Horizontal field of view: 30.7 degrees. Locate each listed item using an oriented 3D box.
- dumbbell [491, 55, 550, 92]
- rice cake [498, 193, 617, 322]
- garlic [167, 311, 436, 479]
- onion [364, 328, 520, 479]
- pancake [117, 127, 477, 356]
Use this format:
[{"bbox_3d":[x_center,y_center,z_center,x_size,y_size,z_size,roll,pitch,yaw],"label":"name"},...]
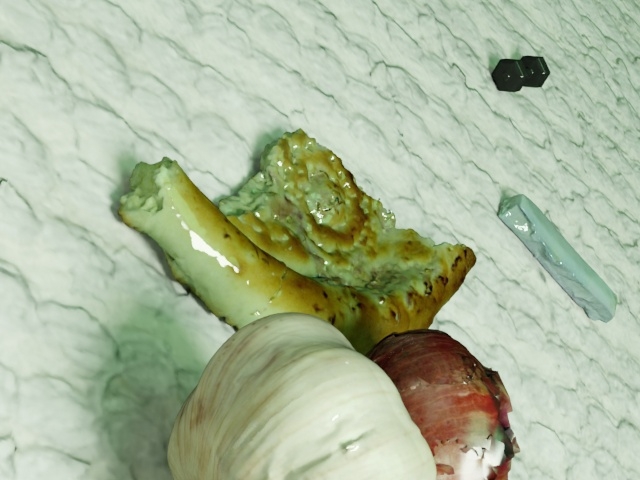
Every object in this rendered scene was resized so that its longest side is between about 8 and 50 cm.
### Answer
[{"bbox_3d":[0.223,-0.186,1.296,0.083,0.036,0.040,-18,83,-54],"label":"dumbbell"},{"bbox_3d":[0.247,0.022,1.202,0.180,0.030,0.042,44,43,-23],"label":"rice cake"},{"bbox_3d":[-0.058,0.155,0.656,0.226,0.199,0.199,-18,82,-22],"label":"garlic"},{"bbox_3d":[0.055,0.153,0.792,0.147,0.184,0.184,-11,73,-8],"label":"onion"},{"bbox_3d":[0.004,-0.001,0.893,0.376,0.054,0.197,7,63,-51],"label":"pancake"}]
